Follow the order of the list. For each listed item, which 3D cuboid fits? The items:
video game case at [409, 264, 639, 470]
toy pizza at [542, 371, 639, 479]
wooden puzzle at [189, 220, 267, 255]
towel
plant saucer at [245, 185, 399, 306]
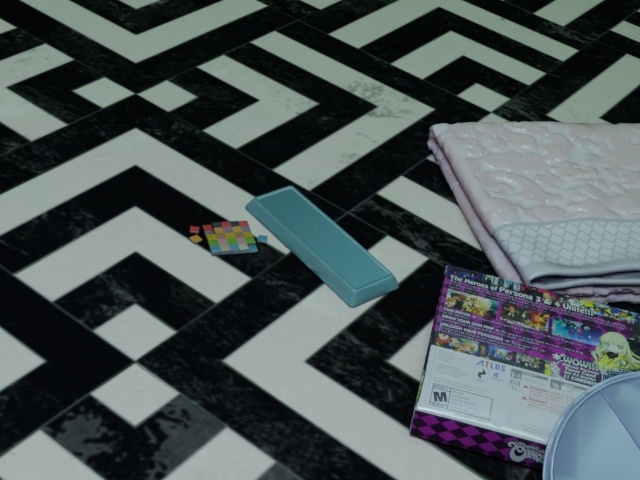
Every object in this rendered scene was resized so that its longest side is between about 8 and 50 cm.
[{"bbox_3d":[0.212,0.126,0.977,0.232,0.042,0.210,14,39,5],"label":"video game case"},{"bbox_3d":[0.281,0.206,0.854,0.201,0.032,0.201,1,64,-1],"label":"toy pizza"},{"bbox_3d":[-0.097,-0.003,1.101,0.083,0.006,0.049,-4,40,-18],"label":"wooden puzzle"},{"bbox_3d":[0.324,-0.045,1.216,0.331,0.053,0.317,-1,39,-15],"label":"towel"},{"bbox_3d":[0.000,0.000,1.111,0.067,0.018,0.192,-20,46,-34],"label":"plant saucer"}]
